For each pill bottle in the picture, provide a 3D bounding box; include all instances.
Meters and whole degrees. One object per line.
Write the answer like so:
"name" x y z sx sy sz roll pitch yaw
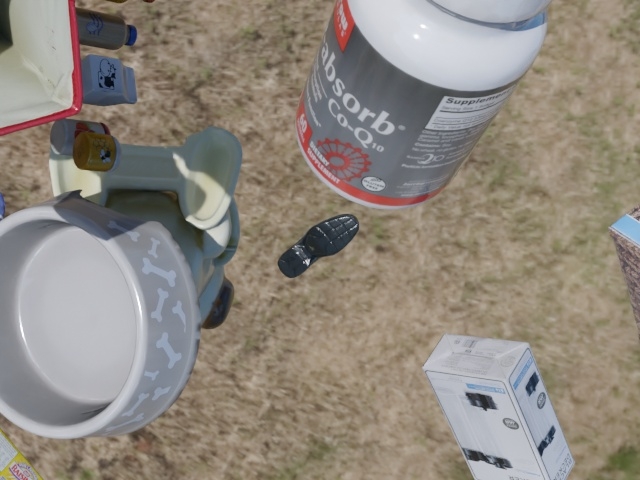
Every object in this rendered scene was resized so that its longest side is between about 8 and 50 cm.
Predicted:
"pill bottle" 0.109 -0.204 0.995 0.210 0.363 0.210 7 60 -12

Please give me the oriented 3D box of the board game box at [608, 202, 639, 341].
"board game box" 0.526 0.008 1.153 0.291 0.141 0.232 -37 130 -7

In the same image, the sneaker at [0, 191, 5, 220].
"sneaker" -0.399 -0.153 0.922 0.182 0.315 0.127 -44 161 -26

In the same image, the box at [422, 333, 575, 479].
"box" 0.306 0.298 1.610 0.087 0.169 0.290 -50 128 -35

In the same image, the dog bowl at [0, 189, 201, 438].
"dog bowl" -0.336 0.105 1.273 0.102 0.348 0.349 -8 105 -67

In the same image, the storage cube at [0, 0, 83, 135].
"storage cube" -0.289 -0.182 0.621 0.215 0.193 0.184 -22 138 -32

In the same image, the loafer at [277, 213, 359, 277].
"loafer" 0.000 0.000 1.625 0.062 0.170 0.061 56 27 -7

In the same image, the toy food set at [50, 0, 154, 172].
"toy food set" -0.233 -0.179 1.036 0.104 0.111 0.232 2 74 -42

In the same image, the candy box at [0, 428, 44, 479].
"candy box" -0.449 0.297 1.248 0.206 0.027 0.105 56 37 -16

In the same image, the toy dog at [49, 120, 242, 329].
"toy dog" -0.251 0.032 1.564 0.284 0.408 0.395 -6 73 -4
